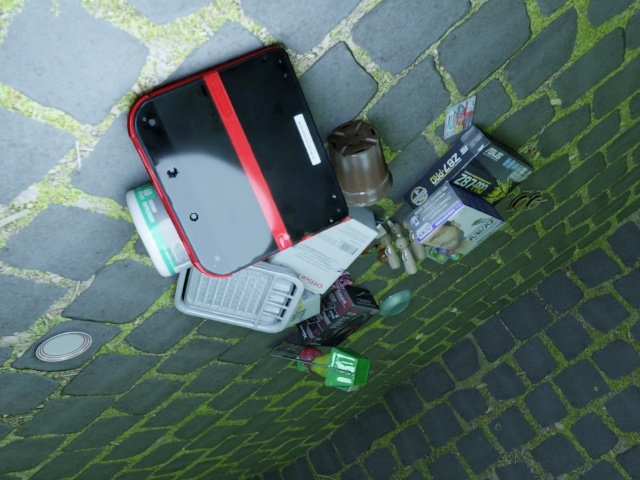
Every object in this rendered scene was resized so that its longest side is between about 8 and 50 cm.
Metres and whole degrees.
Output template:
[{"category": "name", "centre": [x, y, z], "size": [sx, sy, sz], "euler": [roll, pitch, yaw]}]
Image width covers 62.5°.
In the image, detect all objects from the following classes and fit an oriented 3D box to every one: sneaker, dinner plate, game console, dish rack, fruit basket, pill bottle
[{"category": "sneaker", "centre": [0.063, 0.158, 1.931], "size": [0.120, 0.057, 0.047], "euler": [-23, 151, -13]}, {"category": "dinner plate", "centre": [-0.707, 0.289, 1.456], "size": [0.141, 0.017, 0.141], "euler": [-23, 148, -15]}, {"category": "game console", "centre": [-0.155, -0.146, 1.049], "size": [0.342, 0.060, 0.386], "euler": [-27, 106, -15]}, {"category": "dish rack", "centre": [-0.231, 0.135, 1.493], "size": [0.333, 0.072, 0.285], "euler": [14, 136, -11]}, {"category": "fruit basket", "centre": [0.012, 0.520, 2.179], "size": [0.354, 0.165, 0.327], "euler": [1, 168, 22]}, {"category": "pill bottle", "centre": [-0.219, -0.080, 1.170], "size": [0.361, 0.204, 0.204], "euler": [-24, 149, -13]}]

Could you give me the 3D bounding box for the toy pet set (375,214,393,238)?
[{"category": "toy pet set", "centre": [0.178, -0.044, 1.758], "size": [0.122, 0.065, 0.114], "euler": [-35, -175, 11]}]

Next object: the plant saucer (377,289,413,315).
[{"category": "plant saucer", "centre": [0.351, 0.298, 2.425], "size": [0.195, 0.037, 0.194], "euler": [-24, 149, -15]}]

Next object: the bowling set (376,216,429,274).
[{"category": "bowling set", "centre": [0.257, 0.004, 1.785], "size": [0.200, 0.154, 0.287], "euler": [-13, -164, 31]}]

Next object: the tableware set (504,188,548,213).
[{"category": "tableware set", "centre": [0.877, -0.157, 2.230], "size": [0.194, 0.039, 0.128], "euler": [-5, 141, -39]}]

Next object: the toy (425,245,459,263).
[{"category": "toy", "centre": [0.519, 0.046, 2.185], "size": [0.137, 0.056, 0.237], "euler": [-45, 148, 19]}]

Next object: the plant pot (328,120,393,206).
[{"category": "plant pot", "centre": [0.095, -0.201, 1.340], "size": [0.167, 0.167, 0.165], "euler": [-27, 141, -8]}]

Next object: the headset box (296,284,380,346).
[{"category": "headset box", "centre": [0.081, 0.293, 2.092], "size": [0.293, 0.110, 0.218], "euler": [-42, 148, 19]}]

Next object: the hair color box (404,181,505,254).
[{"category": "hair color box", "centre": [0.445, -0.062, 1.723], "size": [0.339, 0.110, 0.185], "euler": [13, 131, -48]}]

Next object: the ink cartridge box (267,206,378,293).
[{"category": "ink cartridge box", "centre": [0.000, 0.000, 1.505], "size": [0.197, 0.114, 0.272], "euler": [28, 119, -22]}]

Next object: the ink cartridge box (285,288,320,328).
[{"category": "ink cartridge box", "centre": [-0.104, 0.200, 1.768], "size": [0.176, 0.128, 0.127], "euler": [-23, 149, -17]}]

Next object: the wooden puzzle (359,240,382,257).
[{"category": "wooden puzzle", "centre": [0.178, 0.032, 1.893], "size": [0.117, 0.014, 0.078], "euler": [-14, 145, -28]}]

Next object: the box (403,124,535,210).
[{"category": "box", "centre": [0.506, -0.195, 1.774], "size": [0.395, 0.097, 0.318], "euler": [11, 129, -49]}]

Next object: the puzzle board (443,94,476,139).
[{"category": "puzzle board", "centre": [0.404, -0.354, 1.531], "size": [0.097, 0.011, 0.128], "euler": [-28, 150, -7]}]
